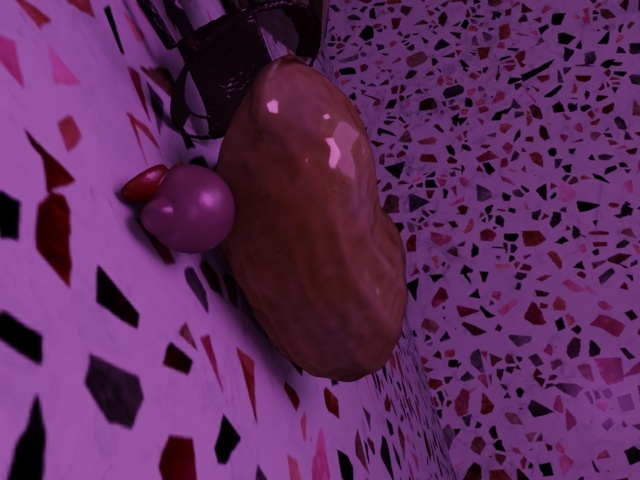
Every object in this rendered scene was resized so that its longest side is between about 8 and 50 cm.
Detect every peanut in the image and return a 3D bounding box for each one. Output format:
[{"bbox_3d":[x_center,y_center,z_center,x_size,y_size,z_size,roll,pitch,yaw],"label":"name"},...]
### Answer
[{"bbox_3d":[-0.004,0.004,0.527,0.158,0.174,0.340,50,-12,49],"label":"peanut"}]

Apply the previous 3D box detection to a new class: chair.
[{"bbox_3d":[-0.086,-0.194,0.509,0.149,0.174,0.213,35,-26,53],"label":"chair"}]

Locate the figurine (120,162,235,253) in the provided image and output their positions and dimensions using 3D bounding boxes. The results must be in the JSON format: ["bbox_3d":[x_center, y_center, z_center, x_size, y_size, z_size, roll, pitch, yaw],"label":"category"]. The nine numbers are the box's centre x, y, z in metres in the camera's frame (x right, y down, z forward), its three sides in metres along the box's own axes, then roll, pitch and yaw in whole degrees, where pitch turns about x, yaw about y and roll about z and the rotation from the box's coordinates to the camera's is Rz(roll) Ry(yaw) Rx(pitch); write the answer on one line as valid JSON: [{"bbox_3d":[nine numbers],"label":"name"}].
[{"bbox_3d":[-0.101,-0.024,0.411,0.071,0.067,0.083,51,28,1],"label":"figurine"}]

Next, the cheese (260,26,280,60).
[{"bbox_3d":[-0.128,-0.469,1.064,0.127,0.050,0.256,-79,148,-69],"label":"cheese"}]

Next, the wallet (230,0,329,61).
[{"bbox_3d":[-0.098,-0.358,0.599,0.310,0.077,0.223,52,-15,12],"label":"wallet"}]

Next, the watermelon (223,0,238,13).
[{"bbox_3d":[-0.115,-0.419,0.897,0.133,0.105,0.105,55,19,-59],"label":"watermelon"}]
